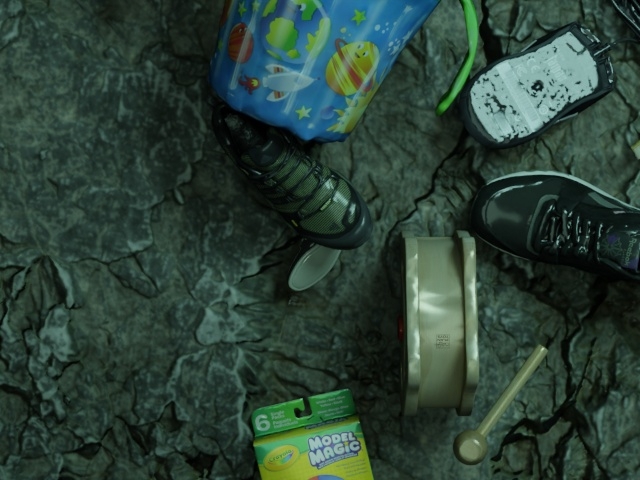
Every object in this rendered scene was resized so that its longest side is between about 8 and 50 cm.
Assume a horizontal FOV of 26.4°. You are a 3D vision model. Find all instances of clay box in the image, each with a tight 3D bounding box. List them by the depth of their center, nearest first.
[{"bbox_3d":[0.002,0.293,1.573,0.127,0.053,0.222,-14,97,1],"label":"clay box"}]

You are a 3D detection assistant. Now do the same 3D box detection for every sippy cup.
[{"bbox_3d":[-0.006,-0.232,1.442,0.305,0.240,0.224,35,110,35],"label":"sippy cup"}]

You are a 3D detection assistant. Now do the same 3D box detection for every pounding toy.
[{"bbox_3d":[0.164,0.117,1.517,0.155,0.154,0.269,0,77,0],"label":"pounding toy"}]

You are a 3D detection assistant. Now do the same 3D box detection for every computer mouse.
[{"bbox_3d":[0.290,-0.156,1.524,0.262,0.060,0.184,-35,91,-8],"label":"computer mouse"}]

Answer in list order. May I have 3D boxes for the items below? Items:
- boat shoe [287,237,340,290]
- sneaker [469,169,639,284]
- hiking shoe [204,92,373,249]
[{"bbox_3d":[0.000,0.000,1.549,0.046,0.038,0.125,24,105,-44],"label":"boat shoe"},{"bbox_3d":[0.309,-0.010,1.504,0.283,0.124,0.107,13,96,-1],"label":"sneaker"},{"bbox_3d":[-0.041,-0.071,1.481,0.227,0.114,0.086,40,96,13],"label":"hiking shoe"}]
